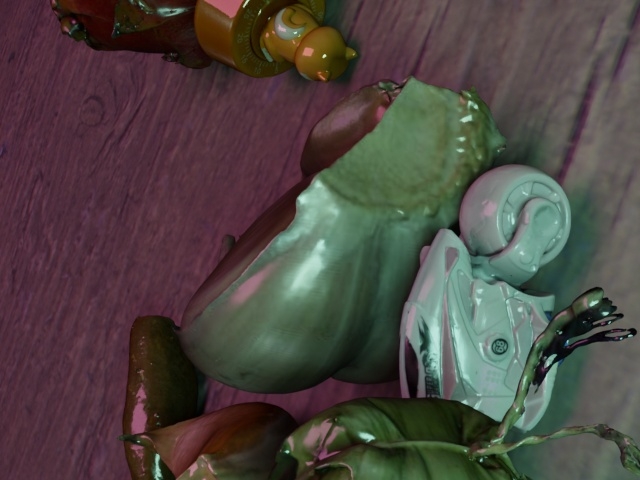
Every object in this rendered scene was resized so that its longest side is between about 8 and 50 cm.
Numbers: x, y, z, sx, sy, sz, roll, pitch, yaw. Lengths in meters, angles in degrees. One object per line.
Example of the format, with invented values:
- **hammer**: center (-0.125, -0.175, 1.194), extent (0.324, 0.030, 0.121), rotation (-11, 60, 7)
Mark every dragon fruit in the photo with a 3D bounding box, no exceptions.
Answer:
- **dragon fruit**: center (-0.173, -0.319, 1.517), extent (0.315, 0.250, 0.250), rotation (-43, 37, 23)

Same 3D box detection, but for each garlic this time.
- **garlic**: center (0.000, 0.000, 1.005), extent (0.292, 0.210, 0.237), rotation (-45, 45, 50)
- **garlic**: center (-0.073, 0.200, 1.145), extent (0.115, 0.128, 0.206), rotation (66, 161, -10)

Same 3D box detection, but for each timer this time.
- **timer**: center (-0.027, -0.198, 1.306), extent (0.152, 0.132, 0.132), rotation (40, 113, 36)

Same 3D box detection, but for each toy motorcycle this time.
- **toy motorcycle**: center (0.097, 0.071, 0.888), extent (0.112, 0.112, 0.254), rotation (4, 79, 63)

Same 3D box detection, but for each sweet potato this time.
- **sweet potato**: center (-0.158, 0.188, 1.360), extent (0.077, 0.077, 0.244), rotation (-38, 49, 49)

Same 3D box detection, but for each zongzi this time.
- **zongzi**: center (0.012, 0.180, 0.839), extent (0.418, 0.181, 0.447), rotation (-124, 42, -66)
